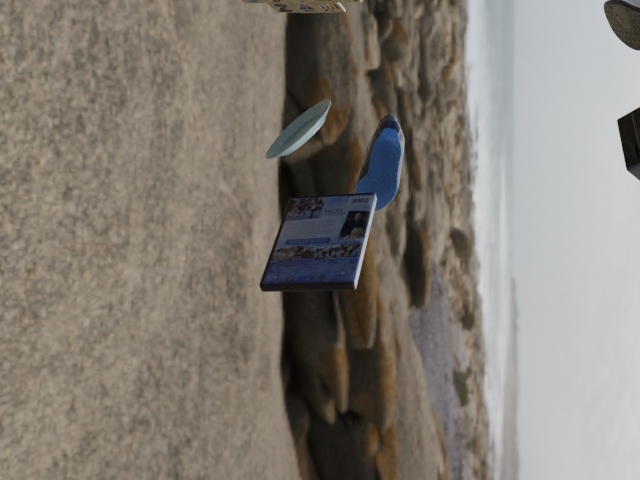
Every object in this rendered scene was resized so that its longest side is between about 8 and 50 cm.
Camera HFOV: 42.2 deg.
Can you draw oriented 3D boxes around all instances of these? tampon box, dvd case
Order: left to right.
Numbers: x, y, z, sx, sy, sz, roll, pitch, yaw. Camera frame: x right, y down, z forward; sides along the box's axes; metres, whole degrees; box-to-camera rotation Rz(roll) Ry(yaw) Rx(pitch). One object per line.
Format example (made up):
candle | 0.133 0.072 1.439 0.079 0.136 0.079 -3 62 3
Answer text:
dvd case | 0.000 0.000 1.558 0.253 0.180 0.022 -74 154 -45
tampon box | 0.602 -0.151 1.414 0.161 0.101 0.120 29 47 -31

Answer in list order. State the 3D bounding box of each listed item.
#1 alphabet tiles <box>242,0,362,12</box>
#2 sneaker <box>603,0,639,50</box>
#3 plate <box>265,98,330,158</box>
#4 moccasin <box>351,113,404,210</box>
alphabet tiles | -0.081 -0.546 1.731 0.342 0.285 0.011 21 76 -68
sneaker | 0.534 -0.349 1.208 0.086 0.163 0.226 60 -5 -24
plate | -0.044 -0.234 1.793 0.024 0.188 0.188 46 31 -17
moccasin | 0.184 -0.218 2.370 0.342 0.137 0.117 112 -10 -53
